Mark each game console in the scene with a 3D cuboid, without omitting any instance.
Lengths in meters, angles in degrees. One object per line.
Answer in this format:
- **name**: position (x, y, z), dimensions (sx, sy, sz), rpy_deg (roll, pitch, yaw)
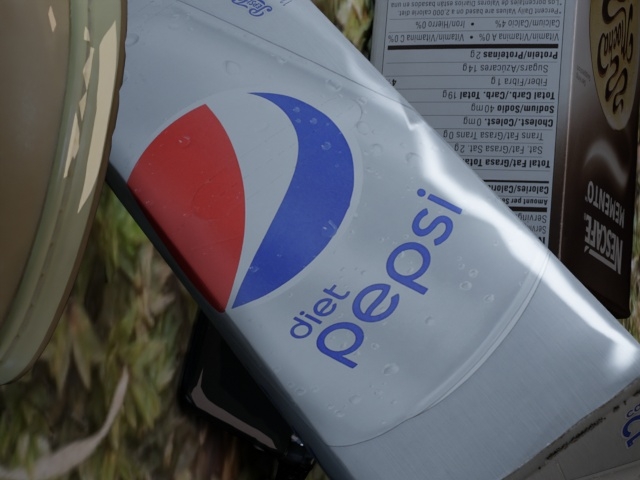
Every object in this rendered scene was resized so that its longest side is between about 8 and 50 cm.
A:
- **game console**: position (-0.026, 0.049, 0.940), dimensions (0.107, 0.071, 0.122), rpy_deg (115, -10, -63)

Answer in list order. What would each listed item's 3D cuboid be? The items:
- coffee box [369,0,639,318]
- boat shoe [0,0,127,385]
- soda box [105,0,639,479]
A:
- **coffee box**: position (0.110, -0.113, 1.125), dimensions (0.168, 0.119, 0.297), rpy_deg (25, 68, -67)
- **boat shoe**: position (-0.120, -0.108, 0.597), dimensions (0.098, 0.109, 0.302), rpy_deg (2, 90, -29)
- **soda box**: position (0.000, 0.000, 0.668), dimensions (0.091, 0.286, 0.098), rpy_deg (-35, 142, -6)
